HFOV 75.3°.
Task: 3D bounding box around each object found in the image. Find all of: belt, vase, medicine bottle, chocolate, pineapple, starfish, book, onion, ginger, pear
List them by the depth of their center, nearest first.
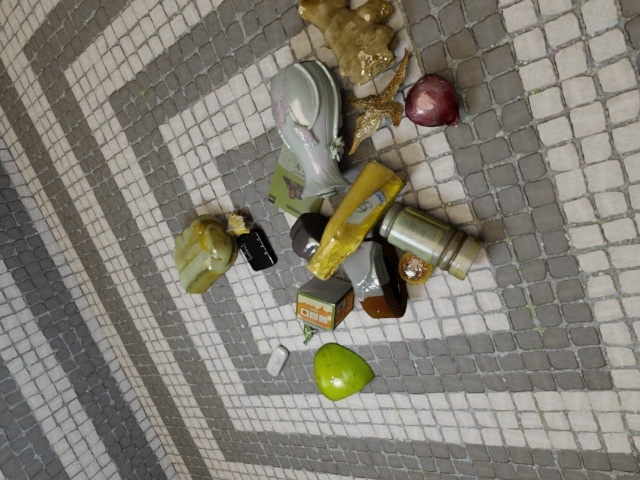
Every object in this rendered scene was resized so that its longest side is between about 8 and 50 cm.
[{"bbox_3d":[0.353,-0.410,1.266,0.195,0.159,0.159,35,125,1],"label":"onion"},{"bbox_3d":[0.092,-0.677,1.302,0.375,0.166,0.236,50,134,-2],"label":"ginger"},{"bbox_3d":[0.165,-0.439,1.363,0.294,0.084,0.301,-22,58,57],"label":"starfish"},{"bbox_3d":[0.373,-0.005,1.417,0.323,0.151,0.151,29,122,18],"label":"medicine bottle"},{"bbox_3d":[0.117,-0.057,1.419,0.162,0.162,0.445,34,88,15],"label":"chocolate"},{"bbox_3d":[-0.028,-0.369,1.443,0.250,0.250,0.445,-10,99,34],"label":"vase"},{"bbox_3d":[0.208,0.138,1.533,0.122,0.217,0.338,-10,115,35],"label":"belt"},{"bbox_3d":[-0.074,-0.255,1.656,0.239,0.035,0.352,32,123,14],"label":"book"},{"bbox_3d":[-0.372,-0.068,1.858,0.137,0.116,0.069,38,172,38],"label":"pineapple"},{"bbox_3d":[0.061,0.590,1.878,0.288,0.139,0.239,-34,82,35],"label":"pear"}]

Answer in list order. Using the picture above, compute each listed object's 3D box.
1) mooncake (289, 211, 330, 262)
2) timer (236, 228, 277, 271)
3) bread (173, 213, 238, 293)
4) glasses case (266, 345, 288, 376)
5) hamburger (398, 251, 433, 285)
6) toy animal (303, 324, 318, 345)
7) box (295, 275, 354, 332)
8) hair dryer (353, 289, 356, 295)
[{"bbox_3d":[0.000,0.000,1.593,0.245,0.245,0.133,44,122,8],"label":"mooncake"},{"bbox_3d":[-0.290,0.044,1.903,0.144,0.055,0.187,-19,103,37],"label":"timer"},{"bbox_3d":[-0.523,0.048,1.951,0.341,0.210,0.300,-44,62,31],"label":"bread"},{"bbox_3d":[-0.219,0.612,2.097,0.076,0.049,0.197,34,124,15],"label":"glasses case"},{"bbox_3d":[0.349,0.098,1.518,0.127,0.081,0.141,37,123,13],"label":"hamburger"},{"bbox_3d":[-0.045,0.392,1.909,0.075,0.041,0.216,14,112,28],"label":"toy animal"},{"bbox_3d":[0.022,0.253,1.711,0.178,0.195,0.148,15,117,24],"label":"box"},{"bbox_3d":[0.185,0.153,1.665,0.106,0.054,0.154,2,107,26],"label":"hair dryer"}]
